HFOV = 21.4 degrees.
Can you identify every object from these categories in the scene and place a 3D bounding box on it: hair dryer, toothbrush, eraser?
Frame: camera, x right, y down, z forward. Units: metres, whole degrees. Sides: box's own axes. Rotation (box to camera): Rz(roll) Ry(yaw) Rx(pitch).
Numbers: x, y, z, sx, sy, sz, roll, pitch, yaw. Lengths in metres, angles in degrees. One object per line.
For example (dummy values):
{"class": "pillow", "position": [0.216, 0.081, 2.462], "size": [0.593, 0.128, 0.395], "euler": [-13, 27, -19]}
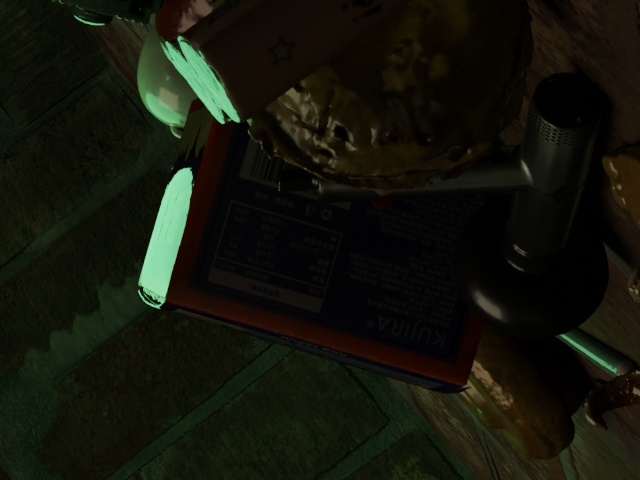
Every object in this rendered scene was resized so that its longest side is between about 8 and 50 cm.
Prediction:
{"class": "hair dryer", "position": [0.127, -0.052, 1.594], "size": [0.284, 0.156, 0.320], "euler": [7, 151, 14]}
{"class": "toothbrush", "position": [0.290, 0.111, 2.064], "size": [0.025, 0.030, 0.342], "euler": [51, 171, -24]}
{"class": "eraser", "position": [0.026, -0.203, 1.271], "size": [0.087, 0.290, 0.171], "euler": [55, 172, -11]}

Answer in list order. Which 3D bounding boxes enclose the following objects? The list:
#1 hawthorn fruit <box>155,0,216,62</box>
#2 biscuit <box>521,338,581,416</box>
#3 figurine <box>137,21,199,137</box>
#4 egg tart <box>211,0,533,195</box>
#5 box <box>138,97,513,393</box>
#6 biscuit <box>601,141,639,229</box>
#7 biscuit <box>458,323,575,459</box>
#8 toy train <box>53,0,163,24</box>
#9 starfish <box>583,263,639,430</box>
{"class": "hawthorn fruit", "position": [-0.083, -0.290, 1.881], "size": [0.224, 0.224, 0.261], "euler": [64, -174, -54]}
{"class": "biscuit", "position": [0.249, 0.134, 2.323], "size": [0.324, 0.049, 0.205], "euler": [42, 167, 47]}
{"class": "figurine", "position": [-0.132, -0.227, 2.601], "size": [0.274, 0.227, 0.394], "euler": [23, 175, 5]}
{"class": "egg tart", "position": [0.043, -0.176, 1.390], "size": [0.279, 0.279, 0.095], "euler": [51, 174, 12]}
{"class": "box", "position": [0.000, 0.000, 1.906], "size": [0.348, 0.257, 0.318], "euler": [17, 177, -12]}
{"class": "biscuit", "position": [0.324, 0.010, 1.422], "size": [0.249, 0.035, 0.184], "euler": [51, 172, 17]}
{"class": "biscuit", "position": [0.224, 0.177, 2.206], "size": [0.274, 0.091, 0.213], "euler": [52, 172, 0]}
{"class": "toy train", "position": [-0.205, -0.394, 1.809], "size": [0.138, 0.330, 0.178], "euler": [13, -170, -13]}
{"class": "starfish", "position": [0.343, 0.139, 1.401], "size": [0.312, 0.113, 0.303], "euler": [43, 164, -30]}
